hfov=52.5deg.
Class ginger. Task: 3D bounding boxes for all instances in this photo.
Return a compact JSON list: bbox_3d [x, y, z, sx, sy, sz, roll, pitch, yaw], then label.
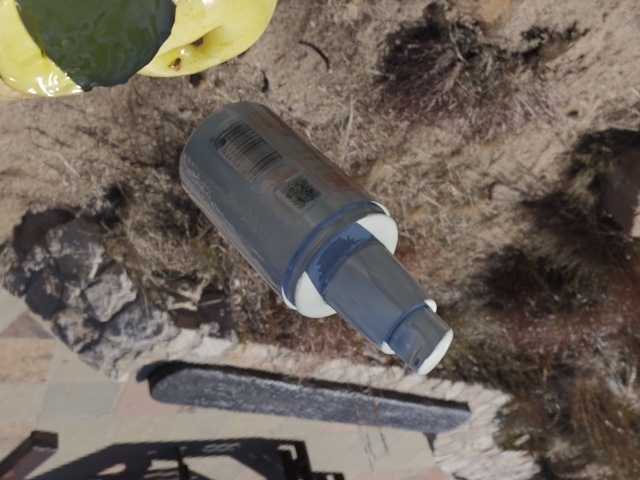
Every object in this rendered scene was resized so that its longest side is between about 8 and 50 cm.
[{"bbox_3d":[-0.285,-0.159,0.496,0.354,0.189,0.126,-7,138,2],"label":"ginger"}]

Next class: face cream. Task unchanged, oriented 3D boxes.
[{"bbox_3d":[0.000,0.000,0.472,0.101,0.252,0.101,-30,145,-24],"label":"face cream"}]

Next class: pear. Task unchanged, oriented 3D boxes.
[{"bbox_3d":[-0.206,-0.370,0.837,0.310,0.309,0.309,-12,142,-10],"label":"pear"}]
